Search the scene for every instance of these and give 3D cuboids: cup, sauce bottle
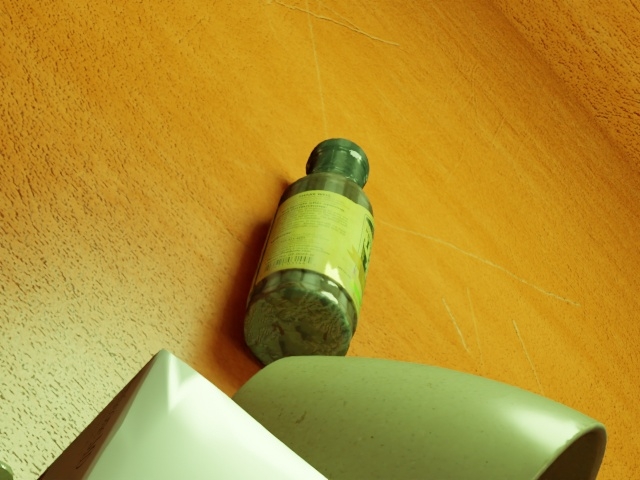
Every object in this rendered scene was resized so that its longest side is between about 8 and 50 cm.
[{"bbox_3d":[0.029,0.220,1.122,0.237,0.331,0.331,31,21,21],"label":"cup"},{"bbox_3d":[0.000,0.000,1.524,0.111,0.111,0.344,40,30,-16],"label":"sauce bottle"}]

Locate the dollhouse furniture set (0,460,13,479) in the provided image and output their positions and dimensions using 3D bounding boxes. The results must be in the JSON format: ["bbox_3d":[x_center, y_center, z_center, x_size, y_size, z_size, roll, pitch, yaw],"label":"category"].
[{"bbox_3d":[-0.238,0.122,0.975,0.144,0.123,0.151,44,18,-45],"label":"dollhouse furniture set"}]

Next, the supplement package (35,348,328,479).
[{"bbox_3d":[-0.126,0.237,0.803,0.175,0.293,0.177,40,29,-8],"label":"supplement package"}]
